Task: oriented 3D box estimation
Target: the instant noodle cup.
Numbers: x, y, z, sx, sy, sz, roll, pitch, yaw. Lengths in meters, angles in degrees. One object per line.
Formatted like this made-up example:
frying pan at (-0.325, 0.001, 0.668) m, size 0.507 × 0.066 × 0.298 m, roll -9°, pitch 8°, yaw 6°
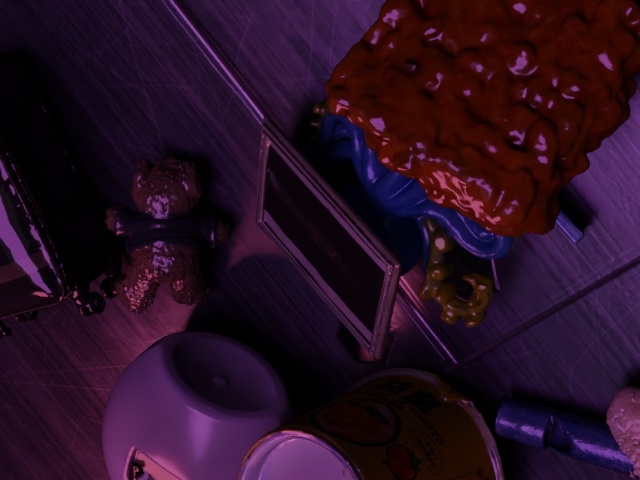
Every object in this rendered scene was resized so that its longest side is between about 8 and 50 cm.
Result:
instant noodle cup at (0.054, 0.351, 1.822) m, size 0.326 × 0.254 × 0.325 m, roll 6°, pitch 99°, yaw 40°

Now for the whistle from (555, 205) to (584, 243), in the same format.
whistle at (0.250, -0.039, 1.670) m, size 0.158 × 0.090 × 0.090 m, roll 48°, pitch 128°, yaw -1°

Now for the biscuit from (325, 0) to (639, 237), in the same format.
biscuit at (0.192, -0.190, 1.523) m, size 0.318 × 0.110 × 0.312 m, roll 35°, pitch 86°, yaw 19°

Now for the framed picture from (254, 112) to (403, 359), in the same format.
framed picture at (0.000, 0.000, 1.767) m, size 0.293 × 0.018 × 0.231 m, roll 49°, pitch 153°, yaw 27°

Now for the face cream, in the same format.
face cream at (-0.189, 0.323, 2.027) m, size 0.312 × 0.219 × 0.357 m, roll 30°, pitch 129°, yaw 12°

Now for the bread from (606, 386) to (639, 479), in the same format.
bread at (0.480, 0.271, 1.670) m, size 0.182 × 0.039 × 0.250 m, roll -31°, pitch 76°, yaw 20°

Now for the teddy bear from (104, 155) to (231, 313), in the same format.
teddy bear at (-0.222, 0.004, 1.940) m, size 0.182 × 0.129 × 0.251 m, roll -1°, pitch 114°, yaw -9°

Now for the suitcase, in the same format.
suitcase at (-0.507, -0.062, 2.034) m, size 0.283 × 0.194 × 0.434 m, roll -15°, pitch 105°, yaw 35°

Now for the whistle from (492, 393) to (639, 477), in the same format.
whistle at (0.382, 0.273, 1.768) m, size 0.304 × 0.062 × 0.062 m, roll 14°, pitch 121°, yaw 24°

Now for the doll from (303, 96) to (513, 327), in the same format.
doll at (0.092, -0.050, 1.705) m, size 0.346 × 0.099 × 0.341 m, roll 42°, pitch 141°, yaw 24°
